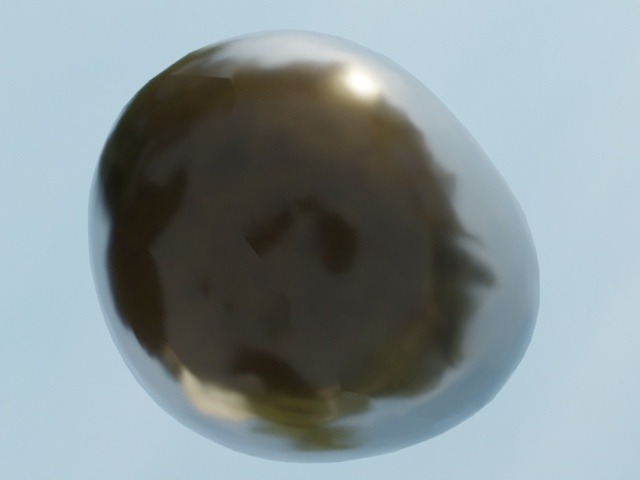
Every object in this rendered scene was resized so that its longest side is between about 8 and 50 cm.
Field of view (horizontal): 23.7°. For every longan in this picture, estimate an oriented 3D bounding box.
[{"bbox_3d":[0.000,0.000,0.358,0.113,0.113,0.092,48,-47,15],"label":"longan"}]
